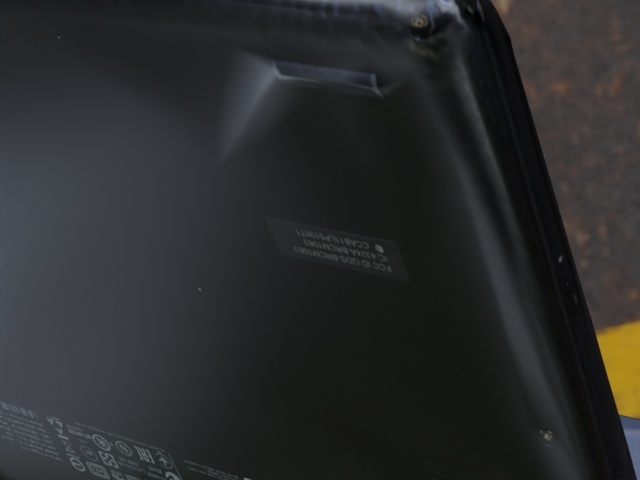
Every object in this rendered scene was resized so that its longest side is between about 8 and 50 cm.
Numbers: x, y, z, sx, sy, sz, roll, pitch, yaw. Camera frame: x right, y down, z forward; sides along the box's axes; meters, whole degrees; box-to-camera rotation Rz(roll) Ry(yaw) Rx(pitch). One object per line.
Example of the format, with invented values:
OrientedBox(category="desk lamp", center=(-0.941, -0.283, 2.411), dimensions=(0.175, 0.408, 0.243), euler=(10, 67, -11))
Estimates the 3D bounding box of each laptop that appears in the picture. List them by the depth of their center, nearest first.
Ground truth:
OrientedBox(category="laptop", center=(0.000, 0.000, 0.695), dimensions=(0.382, 0.236, 0.408), euler=(11, 138, 36))
